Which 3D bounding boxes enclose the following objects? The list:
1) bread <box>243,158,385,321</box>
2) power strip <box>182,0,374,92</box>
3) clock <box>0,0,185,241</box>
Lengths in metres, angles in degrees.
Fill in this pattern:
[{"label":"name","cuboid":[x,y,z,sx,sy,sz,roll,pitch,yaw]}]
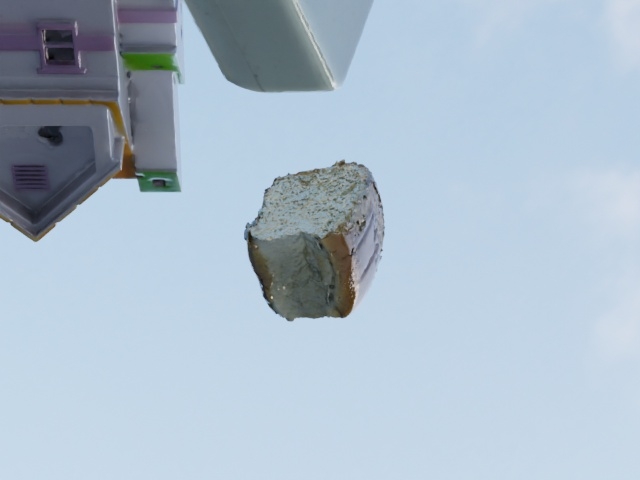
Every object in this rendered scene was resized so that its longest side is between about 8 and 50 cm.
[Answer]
[{"label":"bread","cuboid":[0.002,0.001,1.228,0.077,0.083,0.070,-5,-51,24]},{"label":"power strip","cuboid":[-0.043,-0.174,0.757,0.058,0.098,0.338,3,-35,24]},{"label":"clock","cuboid":[-0.225,-0.140,1.581,0.235,0.166,0.309,0,-42,-1]}]
